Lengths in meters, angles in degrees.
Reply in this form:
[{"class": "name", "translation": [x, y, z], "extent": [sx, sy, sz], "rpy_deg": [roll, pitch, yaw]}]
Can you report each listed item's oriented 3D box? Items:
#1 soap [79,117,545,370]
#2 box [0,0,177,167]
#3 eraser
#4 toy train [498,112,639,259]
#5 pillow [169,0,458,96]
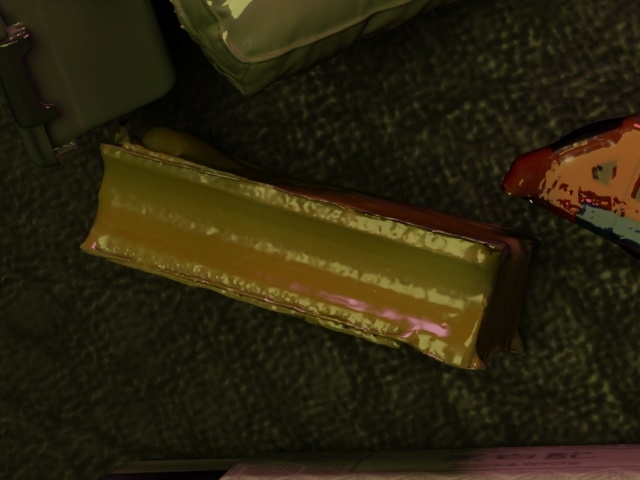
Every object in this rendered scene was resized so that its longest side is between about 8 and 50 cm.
[{"class": "soap", "translation": [0.000, 0.002, 1.093], "extent": [0.233, 0.135, 0.076], "rpy_deg": [18, 97, 15]}, {"class": "box", "translation": [-0.143, -0.133, 1.084], "extent": [0.093, 0.172, 0.124], "rpy_deg": [-22, 126, -6]}, {"class": "eraser", "translation": [0.074, 0.165, 1.098], "extent": [0.404, 0.096, 0.098], "rpy_deg": [-3, 93, 15]}, {"class": "toy train", "translation": [0.294, 0.019, 1.036], "extent": [0.409, 0.086, 0.089], "rpy_deg": [24, 97, 14]}, {"class": "pillow", "translation": [-0.022, -0.256, 1.062], "extent": [0.255, 0.120, 0.322], "rpy_deg": [-26, 84, -26]}]
